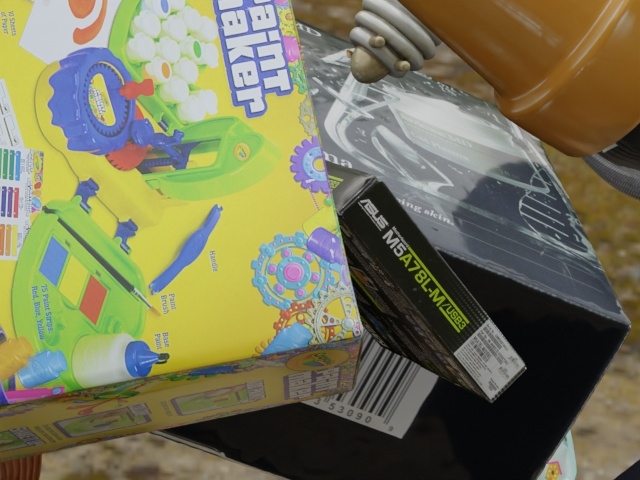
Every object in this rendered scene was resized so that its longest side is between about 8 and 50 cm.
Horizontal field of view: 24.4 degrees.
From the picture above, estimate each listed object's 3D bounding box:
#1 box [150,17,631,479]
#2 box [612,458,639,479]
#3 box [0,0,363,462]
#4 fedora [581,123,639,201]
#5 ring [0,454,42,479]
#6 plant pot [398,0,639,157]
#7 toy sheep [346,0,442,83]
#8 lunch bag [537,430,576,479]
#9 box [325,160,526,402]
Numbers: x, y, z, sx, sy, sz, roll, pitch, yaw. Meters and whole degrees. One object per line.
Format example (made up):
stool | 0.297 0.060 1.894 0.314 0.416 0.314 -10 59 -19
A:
box | 0.000 0.000 1.536 0.480 0.297 0.472 21 23 -16
box | 0.351 0.360 1.323 0.296 0.294 0.183 -34 27 -15
box | -0.139 -0.035 0.899 0.279 0.290 0.177 -10 -16 -3
fedora | 0.383 -0.167 1.609 0.124 0.244 0.275 -20 19 -33
ring | -0.429 0.309 1.578 0.032 0.336 0.336 35 32 30
plant pot | 0.133 -0.185 0.941 0.188 0.205 0.205 28 16 -13
toy sheep | 0.074 -0.196 1.345 0.091 0.132 0.091 42 -4 3
lunch bag | 0.225 0.325 2.053 0.223 0.262 0.160 1 22 -29
box | 0.043 0.021 1.082 0.045 0.191 0.184 -43 22 -9
